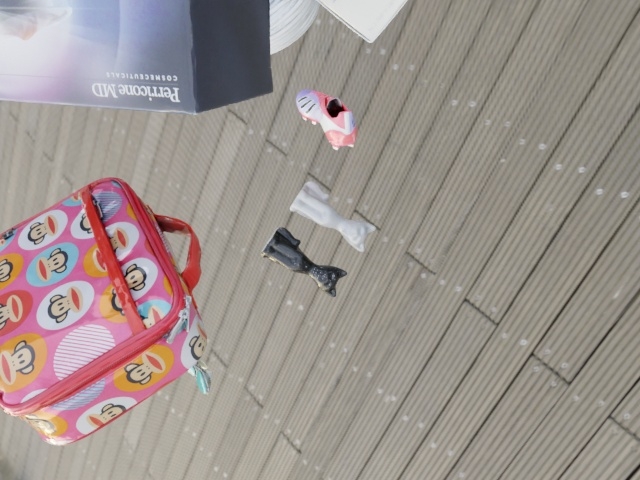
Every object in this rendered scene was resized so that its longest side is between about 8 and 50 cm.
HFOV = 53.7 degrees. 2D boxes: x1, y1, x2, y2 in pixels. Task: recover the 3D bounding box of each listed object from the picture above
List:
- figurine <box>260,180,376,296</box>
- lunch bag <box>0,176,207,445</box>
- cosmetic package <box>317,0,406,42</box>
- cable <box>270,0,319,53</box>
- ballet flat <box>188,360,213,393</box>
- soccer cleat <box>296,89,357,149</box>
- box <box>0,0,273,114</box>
[{"bbox_3d":[0.000,0.000,1.503,0.209,0.092,0.215,33,98,-5],"label":"figurine"},{"bbox_3d":[-0.258,0.062,0.749,0.293,0.258,0.120,51,168,41],"label":"lunch bag"},{"bbox_3d":[0.097,-0.439,0.990,0.113,0.310,0.160,36,121,-13],"label":"cosmetic package"},{"bbox_3d":[-0.127,-0.485,1.253,0.257,0.089,0.257,-43,62,0],"label":"cable"},{"bbox_3d":[-0.248,0.277,1.320,0.114,0.041,0.041,36,119,45],"label":"ballet flat"},{"bbox_3d":[0.014,-0.296,1.420,0.248,0.082,0.095,-123,27,-46],"label":"soccer cleat"},{"bbox_3d":[-0.215,-0.291,0.639,0.296,0.183,0.294,8,113,20],"label":"box"}]
